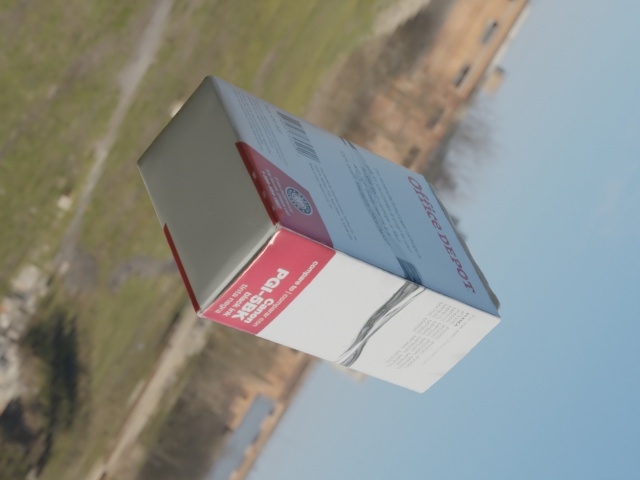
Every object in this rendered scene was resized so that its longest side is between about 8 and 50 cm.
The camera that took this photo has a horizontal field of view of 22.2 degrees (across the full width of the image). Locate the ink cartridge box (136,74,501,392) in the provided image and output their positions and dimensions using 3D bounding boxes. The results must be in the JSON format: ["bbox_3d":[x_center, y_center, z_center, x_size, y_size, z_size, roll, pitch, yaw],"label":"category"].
[{"bbox_3d":[0.000,0.000,0.697,0.056,0.135,0.099,-47,-136,22],"label":"ink cartridge box"}]
